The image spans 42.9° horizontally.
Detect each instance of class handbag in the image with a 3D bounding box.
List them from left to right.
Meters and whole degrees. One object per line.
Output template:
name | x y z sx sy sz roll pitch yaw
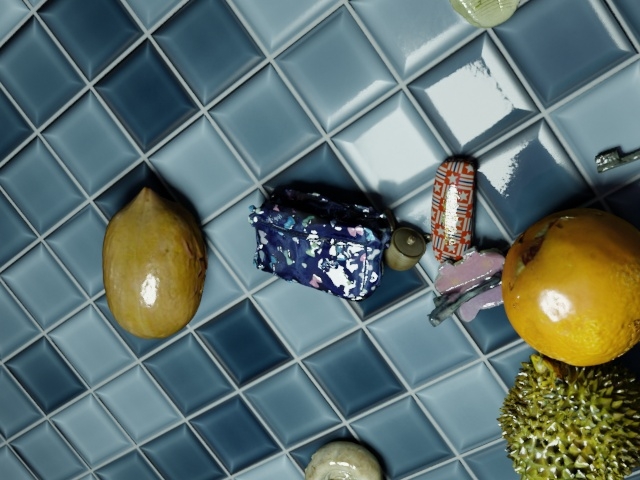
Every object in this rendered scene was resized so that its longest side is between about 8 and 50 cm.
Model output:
handbag | 0.000 0.000 1.444 0.260 0.113 0.162 14 122 23

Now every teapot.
teapot | 0.144 -0.004 1.443 0.110 0.085 0.080 59 146 20

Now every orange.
orange | 0.405 0.067 1.272 0.246 0.246 0.246 7 115 16

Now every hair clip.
hair clip | 0.262 0.083 1.418 0.187 0.056 0.146 -37 119 19

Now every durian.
durian | 0.427 0.307 1.367 0.258 0.258 0.293 18 134 10

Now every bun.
bun | 0.246 -0.380 1.226 0.115 0.069 0.115 -1 120 -3

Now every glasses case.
glasses case | 0.225 -0.044 1.392 0.073 0.049 0.195 6 114 17

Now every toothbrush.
toothbrush | 0.562 -0.170 1.234 0.297 0.030 0.031 -23 94 26

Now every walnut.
walnut | -0.309 0.043 1.532 0.203 0.203 0.298 9 112 15

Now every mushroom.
mushroom | 0.045 0.486 1.644 0.166 0.127 0.166 7 109 20
